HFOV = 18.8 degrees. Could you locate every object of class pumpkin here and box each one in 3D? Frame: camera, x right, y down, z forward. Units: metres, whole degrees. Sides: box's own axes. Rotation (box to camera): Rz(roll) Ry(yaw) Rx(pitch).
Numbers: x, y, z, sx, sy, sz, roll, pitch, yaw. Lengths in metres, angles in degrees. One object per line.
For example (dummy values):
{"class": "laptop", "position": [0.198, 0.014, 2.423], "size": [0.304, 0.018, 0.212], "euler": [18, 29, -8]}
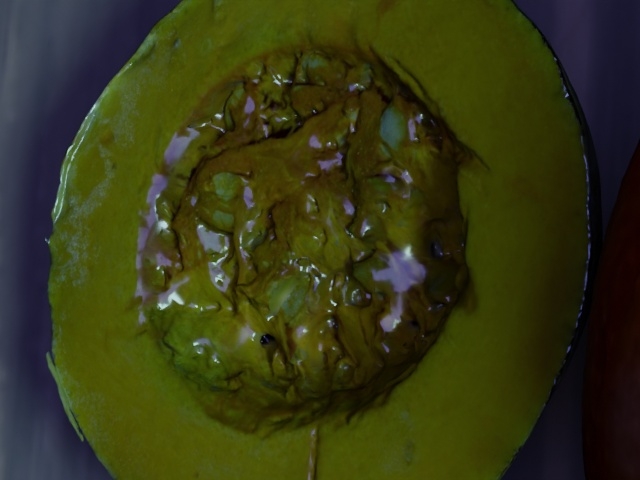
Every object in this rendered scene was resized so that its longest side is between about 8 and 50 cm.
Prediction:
{"class": "pumpkin", "position": [0.015, 0.003, 0.671], "size": [0.217, 0.110, 0.217], "euler": [-2, 87, 32]}

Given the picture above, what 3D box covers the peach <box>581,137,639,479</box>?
{"class": "peach", "position": [0.260, 0.028, 0.534], "size": [0.388, 0.388, 0.388], "euler": [0, 81, 2]}
